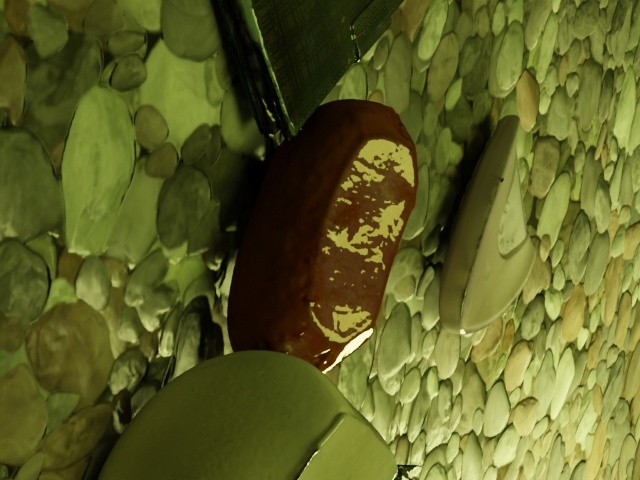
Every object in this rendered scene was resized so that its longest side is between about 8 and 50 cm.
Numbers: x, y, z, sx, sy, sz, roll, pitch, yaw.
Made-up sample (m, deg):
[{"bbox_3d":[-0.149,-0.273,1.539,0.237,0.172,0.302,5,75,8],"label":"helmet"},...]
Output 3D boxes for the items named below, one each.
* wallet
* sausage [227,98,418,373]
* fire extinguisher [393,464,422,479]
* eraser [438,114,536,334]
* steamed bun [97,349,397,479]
[{"bbox_3d":[0.015,-0.237,1.277,0.317,0.044,0.169,-53,139,-41],"label":"wallet"},{"bbox_3d":[-0.002,0.000,1.251,0.133,0.133,0.258,43,62,-58],"label":"sausage"},{"bbox_3d":[0.056,0.296,1.566,0.078,0.045,0.157,33,71,-37],"label":"fire extinguisher"},{"bbox_3d":[0.175,0.008,1.649,0.243,0.059,0.204,-56,145,-41],"label":"eraser"},{"bbox_3d":[-0.074,0.201,1.151,0.241,0.164,0.146,-53,145,-12],"label":"steamed bun"}]
